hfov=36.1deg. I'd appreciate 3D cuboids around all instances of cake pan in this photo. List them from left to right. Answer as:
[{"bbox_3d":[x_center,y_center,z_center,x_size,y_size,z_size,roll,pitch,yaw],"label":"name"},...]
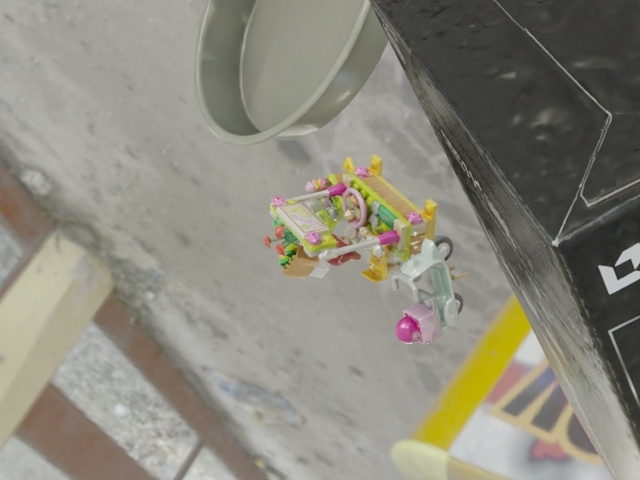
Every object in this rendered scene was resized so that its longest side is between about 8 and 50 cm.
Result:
[{"bbox_3d":[-0.024,-0.227,0.981,0.054,0.293,0.293,19,168,-38],"label":"cake pan"}]

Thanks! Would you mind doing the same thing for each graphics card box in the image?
[{"bbox_3d":[0.159,0.034,0.506,0.371,0.094,0.232,55,-172,-38],"label":"graphics card box"}]

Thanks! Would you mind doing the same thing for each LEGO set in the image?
[{"bbox_3d":[0.000,0.000,0.836,0.287,0.107,0.132,16,118,61],"label":"LEGO set"}]
